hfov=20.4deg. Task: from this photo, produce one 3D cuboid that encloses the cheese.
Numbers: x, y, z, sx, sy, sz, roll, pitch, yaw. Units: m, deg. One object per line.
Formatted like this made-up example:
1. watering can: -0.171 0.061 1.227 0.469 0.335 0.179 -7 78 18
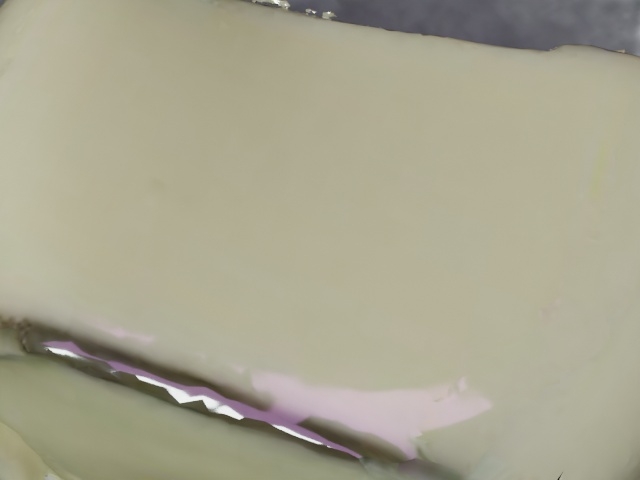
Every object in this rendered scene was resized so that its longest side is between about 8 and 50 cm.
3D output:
1. cheese: 0.000 0.000 0.593 0.266 0.127 0.233 16 59 6
